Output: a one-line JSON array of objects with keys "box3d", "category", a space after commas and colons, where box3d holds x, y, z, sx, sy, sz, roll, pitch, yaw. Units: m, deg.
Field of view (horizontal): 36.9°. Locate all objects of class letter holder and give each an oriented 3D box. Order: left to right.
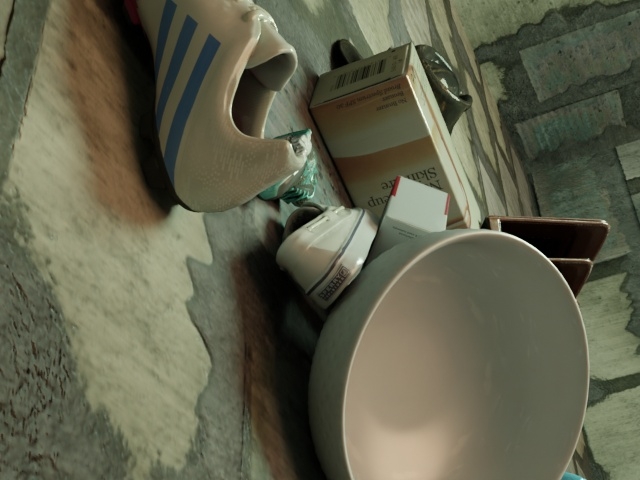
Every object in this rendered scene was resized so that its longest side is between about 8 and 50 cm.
[{"box3d": [0.334, 0.105, 1.528, 0.302, 0.214, 0.152, 106, -18, -57], "category": "letter holder"}]

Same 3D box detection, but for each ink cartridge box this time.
[{"box3d": [0.089, 0.030, 1.152, 0.127, 0.072, 0.175, -68, 178, -62], "category": "ink cartridge box"}]

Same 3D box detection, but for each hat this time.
[{"box3d": [0.170, -0.236, 1.582, 0.331, 0.134, 0.331, 50, 12, -14], "category": "hat"}]

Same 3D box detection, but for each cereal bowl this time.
[{"box3d": [0.124, 0.153, 1.033, 0.339, 0.141, 0.339, -3, 95, -31], "category": "cereal bowl"}]

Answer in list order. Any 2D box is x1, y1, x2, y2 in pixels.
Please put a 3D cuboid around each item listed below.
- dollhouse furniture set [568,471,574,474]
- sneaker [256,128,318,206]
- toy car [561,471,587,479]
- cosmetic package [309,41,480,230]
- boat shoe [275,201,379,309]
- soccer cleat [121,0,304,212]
[{"box3d": [0.313, 0.345, 1.414, 0.262, 0.135, 0.259, 48, -31, 40], "category": "dollhouse furniture set"}, {"box3d": [-0.031, -0.068, 1.064, 0.166, 0.065, 0.076, -60, 135, -64], "category": "sneaker"}, {"box3d": [0.177, 0.354, 1.161, 0.238, 0.210, 0.219, 34, 61, -7], "category": "toy car"}, {"box3d": [0.114, -0.112, 1.384, 0.296, 0.153, 0.129, 62, 22, -26], "category": "cosmetic package"}, {"box3d": [0.000, 0.000, 1.058, 0.088, 0.096, 0.267, 38, 17, -3], "category": "boat shoe"}, {"box3d": [-0.094, -0.186, 0.847, 0.116, 0.143, 0.331, 23, 52, -67], "category": "soccer cleat"}]
